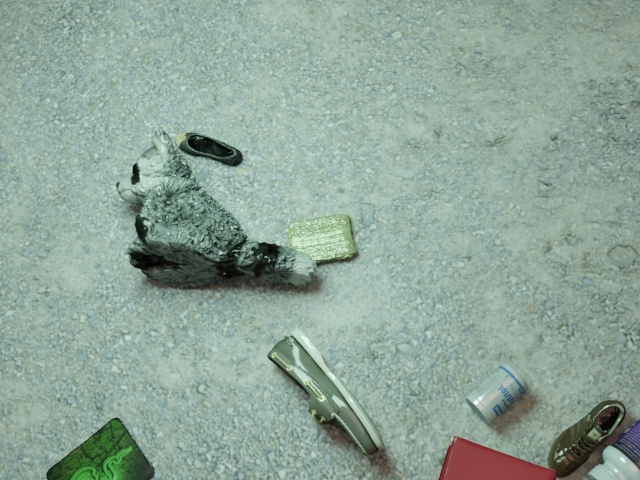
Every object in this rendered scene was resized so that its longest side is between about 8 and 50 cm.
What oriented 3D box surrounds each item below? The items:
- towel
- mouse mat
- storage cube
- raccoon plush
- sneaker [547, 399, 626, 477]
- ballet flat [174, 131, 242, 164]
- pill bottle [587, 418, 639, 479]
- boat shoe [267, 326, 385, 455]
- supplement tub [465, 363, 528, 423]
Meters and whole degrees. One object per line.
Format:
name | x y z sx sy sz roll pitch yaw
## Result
towel | 0.000 0.000 1.643 0.148 0.027 0.110 -12 69 3
mouse mat | -0.451 0.476 1.535 0.190 0.007 0.152 -39 71 -7
storage cube | 0.300 0.484 1.353 0.215 0.183 0.193 16 72 13
raccoon plush | -0.228 -0.058 1.643 0.447 0.216 0.299 14 59 -13
sneaker | 0.505 0.371 1.428 0.188 0.071 0.066 -44 72 -10
ballet flat | -0.261 -0.220 1.739 0.173 0.049 0.057 17 72 12
pill bottle | 0.595 0.403 1.387 0.194 0.108 0.108 -37 71 -7
boat shoe | 0.010 0.311 1.490 0.091 0.109 0.305 -37 65 -7
supplement tub | 0.346 0.300 1.473 0.107 0.071 0.071 -40 71 -8
